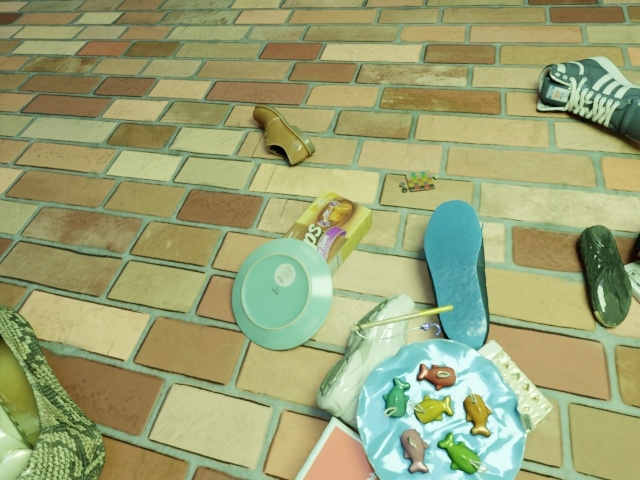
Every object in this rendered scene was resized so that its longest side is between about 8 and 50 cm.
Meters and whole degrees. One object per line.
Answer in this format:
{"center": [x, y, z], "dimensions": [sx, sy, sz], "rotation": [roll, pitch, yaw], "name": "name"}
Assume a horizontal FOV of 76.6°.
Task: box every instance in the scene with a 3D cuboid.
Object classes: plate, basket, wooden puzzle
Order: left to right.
{"center": [-0.071, 0.084, 0.671], "dimensions": [0.188, 0.024, 0.188], "rotation": [-6, 73, 21], "name": "plate"}
{"center": [0.202, -0.121, 0.827], "dimensions": [0.083, 0.006, 0.049], "rotation": [-8, 54, 4], "name": "wooden puzzle"}
{"center": [0.189, 0.228, 0.517], "dimensions": [0.167, 0.113, 0.103], "rotation": [-33, 60, -14], "name": "basket"}

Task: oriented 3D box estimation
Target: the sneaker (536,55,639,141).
{"center": [0.555, -0.282, 0.826], "dimensions": [0.153, 0.099, 0.282], "rotation": [-6, 47, -1], "name": "sneaker"}

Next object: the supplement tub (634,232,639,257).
{"center": [0.586, 0.016, 0.582], "dimensions": [0.198, 0.106, 0.106], "rotation": [26, 62, 25], "name": "supplement tub"}

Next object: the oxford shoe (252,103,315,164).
{"center": [-0.105, -0.246, 0.930], "dimensions": [0.076, 0.076, 0.212], "rotation": [-41, 57, -6], "name": "oxford shoe"}

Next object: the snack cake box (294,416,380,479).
{"center": [0.009, 0.368, 0.458], "dimensions": [0.152, 0.089, 0.264], "rotation": [25, 62, 27], "name": "snack cake box"}

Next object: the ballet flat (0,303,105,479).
{"center": [-0.508, 0.202, 0.605], "dimensions": [0.483, 0.182, 0.164], "rotation": [30, 65, 27], "name": "ballet flat"}

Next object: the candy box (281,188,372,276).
{"center": [0.000, 0.000, 0.746], "dimensions": [0.109, 0.053, 0.187], "rotation": [28, 62, 26], "name": "candy box"}

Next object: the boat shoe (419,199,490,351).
{"center": [0.213, 0.057, 0.653], "dimensions": [0.109, 0.089, 0.258], "rotation": [-2, 59, 24], "name": "boat shoe"}

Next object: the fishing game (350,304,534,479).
{"center": [0.135, 0.199, 0.452], "dimensions": [0.189, 0.041, 0.264], "rotation": [-9, 59, 4], "name": "fishing game"}

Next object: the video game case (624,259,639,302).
{"center": [0.564, 0.083, 0.614], "dimensions": [0.143, 0.019, 0.157], "rotation": [-20, 53, -5], "name": "video game case"}

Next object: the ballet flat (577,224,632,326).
{"center": [0.450, 0.055, 0.645], "dimensions": [0.057, 0.049, 0.173], "rotation": [6, 62, 9], "name": "ballet flat"}

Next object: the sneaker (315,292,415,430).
{"center": [0.092, 0.178, 0.596], "dimensions": [0.115, 0.090, 0.232], "rotation": [43, 54, -1], "name": "sneaker"}
